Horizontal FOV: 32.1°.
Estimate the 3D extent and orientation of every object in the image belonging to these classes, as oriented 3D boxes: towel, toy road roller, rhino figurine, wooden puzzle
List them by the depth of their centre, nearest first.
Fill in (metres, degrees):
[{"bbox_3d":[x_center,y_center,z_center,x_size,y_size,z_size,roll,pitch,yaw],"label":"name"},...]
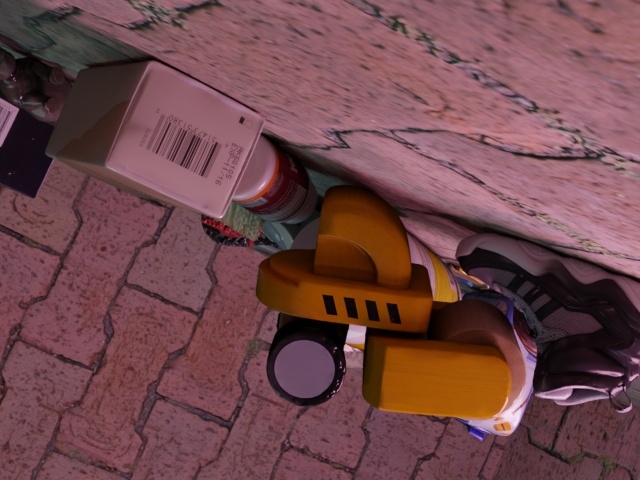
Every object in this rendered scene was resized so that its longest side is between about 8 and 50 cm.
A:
[{"bbox_3d":[0.087,0.068,1.335,0.330,0.240,0.202,8,-166,1],"label":"toy road roller"},{"bbox_3d":[-0.392,-0.211,1.512,0.106,0.073,0.243,17,171,36],"label":"rhino figurine"},{"bbox_3d":[-0.117,-0.070,1.558,0.110,0.027,0.148,29,137,12],"label":"towel"},{"bbox_3d":[0.238,0.057,1.800,0.079,0.014,0.116,29,175,-8],"label":"wooden puzzle"}]

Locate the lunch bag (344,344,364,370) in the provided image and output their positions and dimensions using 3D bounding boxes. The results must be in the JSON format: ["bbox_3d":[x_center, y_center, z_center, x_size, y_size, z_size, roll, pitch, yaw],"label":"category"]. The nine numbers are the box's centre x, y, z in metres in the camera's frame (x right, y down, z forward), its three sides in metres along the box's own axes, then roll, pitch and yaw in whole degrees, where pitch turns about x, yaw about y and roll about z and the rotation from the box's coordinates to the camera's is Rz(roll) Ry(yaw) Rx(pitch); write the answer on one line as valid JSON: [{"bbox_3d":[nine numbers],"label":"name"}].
[{"bbox_3d":[0.109,0.144,2.263,0.256,0.212,0.305,8,-176,-18],"label":"lunch bag"}]

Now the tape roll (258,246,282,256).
[{"bbox_3d":[-0.043,0.030,2.608,0.392,0.072,0.392,24,175,2],"label":"tape roll"}]

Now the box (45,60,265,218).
[{"bbox_3d":[-0.199,-0.118,1.265,0.148,0.121,0.311,25,175,-24],"label":"box"}]

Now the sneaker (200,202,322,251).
[{"bbox_3d":[-0.052,-0.042,1.791,0.262,0.104,0.125,13,-153,7],"label":"sneaker"}]

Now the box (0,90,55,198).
[{"bbox_3d":[-0.630,-0.236,1.774,0.312,0.179,0.343,23,176,27],"label":"box"}]

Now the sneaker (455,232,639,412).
[{"bbox_3d":[0.246,0.092,1.233,0.269,0.153,0.101,21,175,35],"label":"sneaker"}]

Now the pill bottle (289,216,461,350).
[{"bbox_3d":[0.079,0.069,1.626,0.188,0.188,0.334,22,175,26],"label":"pill bottle"}]

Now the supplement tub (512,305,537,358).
[{"bbox_3d":[0.296,0.099,1.390,0.106,0.106,0.198,23,175,16],"label":"supplement tub"}]

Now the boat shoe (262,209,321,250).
[{"bbox_3d":[-0.053,-0.034,1.667,0.081,0.079,0.227,27,161,40],"label":"boat shoe"}]

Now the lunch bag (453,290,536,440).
[{"bbox_3d":[0.286,0.214,1.927,0.115,0.243,0.303,24,177,-8],"label":"lunch bag"}]

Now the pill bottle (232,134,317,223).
[{"bbox_3d":[-0.064,-0.071,1.357,0.086,0.086,0.152,22,175,28],"label":"pill bottle"}]
